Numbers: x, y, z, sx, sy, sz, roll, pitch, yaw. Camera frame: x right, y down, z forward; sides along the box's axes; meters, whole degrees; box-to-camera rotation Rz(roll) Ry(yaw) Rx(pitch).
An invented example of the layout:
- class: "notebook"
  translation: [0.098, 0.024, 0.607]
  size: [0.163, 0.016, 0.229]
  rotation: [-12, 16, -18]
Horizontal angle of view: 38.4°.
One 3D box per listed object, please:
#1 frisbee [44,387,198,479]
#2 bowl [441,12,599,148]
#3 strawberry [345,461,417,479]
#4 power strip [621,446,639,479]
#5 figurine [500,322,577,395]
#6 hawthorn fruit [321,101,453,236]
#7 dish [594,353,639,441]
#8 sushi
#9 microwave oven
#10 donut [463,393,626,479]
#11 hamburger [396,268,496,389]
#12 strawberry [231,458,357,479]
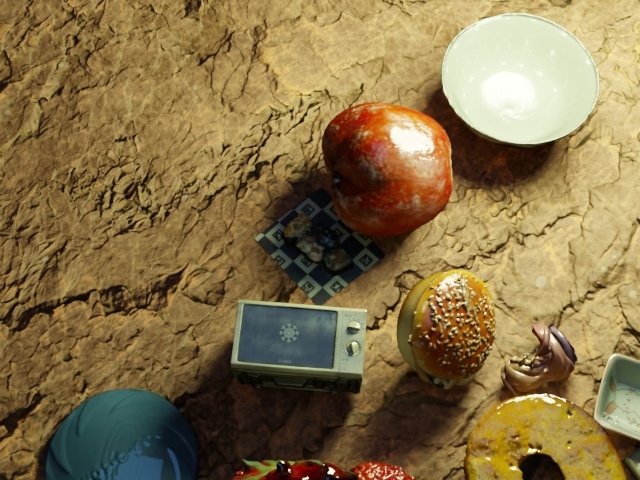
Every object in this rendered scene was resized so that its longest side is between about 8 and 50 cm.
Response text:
- class: "frisbee"
  translation: [-0.372, 0.409, 1.708]
  size: [0.289, 0.049, 0.290]
  rotation: [0, 63, -1]
- class: "bowl"
  translation: [0.424, -0.316, 2.017]
  size: [0.337, 0.157, 0.337]
  rotation: [0, 64, 1]
- class: "strawberry"
  translation: [0.114, 0.463, 1.645]
  size: [0.148, 0.131, 0.131]
  rotation: [4, 63, 11]
- class: "power strip"
  translation: [0.619, 0.441, 1.707]
  size: [0.056, 0.032, 0.123]
  rotation: [-27, 66, -15]
- class: "figurine"
  translation: [0.423, 0.233, 1.768]
  size: [0.157, 0.126, 0.114]
  rotation: [-40, 27, -20]
- class: "hawthorn fruit"
  translation: [0.134, -0.145, 1.885]
  size: [0.284, 0.284, 0.284]
  rotation: [0, 63, 0]
- class: "dish"
  translation: [0.639, 0.327, 1.747]
  size: [0.234, 0.064, 0.154]
  rotation: [19, 65, 10]
- class: "sushi"
  translation: [0.000, 0.000, 1.915]
  size: [0.192, 0.050, 0.215]
  rotation: [-37, 70, -17]
- class: "microwave oven"
  translation: [-0.038, 0.207, 1.736]
  size: [0.240, 0.194, 0.145]
  rotation: [4, 68, 2]
- class: "donut"
  translation: [0.397, 0.437, 1.668]
  size: [0.302, 0.110, 0.303]
  rotation: [0, 66, 1]
- class: "hamburger"
  translation: [0.243, 0.163, 1.745]
  size: [0.147, 0.237, 0.237]
  rotation: [21, 61, 43]
- class: "strawberry"
  translation: [-0.063, 0.514, 1.523]
  size: [0.291, 0.292, 0.310]
  rotation: [14, 74, 6]
